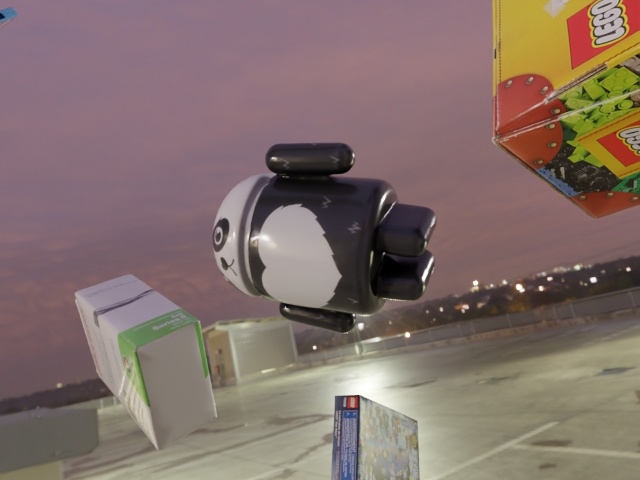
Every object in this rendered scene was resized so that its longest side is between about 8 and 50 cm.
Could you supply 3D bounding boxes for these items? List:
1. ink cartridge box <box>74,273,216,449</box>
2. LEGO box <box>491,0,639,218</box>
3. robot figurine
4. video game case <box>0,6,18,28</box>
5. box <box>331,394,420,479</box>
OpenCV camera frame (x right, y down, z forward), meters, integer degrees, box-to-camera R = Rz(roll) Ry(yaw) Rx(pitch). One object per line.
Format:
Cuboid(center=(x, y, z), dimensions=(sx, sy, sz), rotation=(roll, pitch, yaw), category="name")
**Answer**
Cuboid(center=(-0.313, 0.198, 0.856), dimensions=(0.115, 0.198, 0.273), rotation=(-22, 28, -37), category="ink cartridge box")
Cuboid(center=(0.380, -0.327, 0.478), dimensions=(0.193, 0.499, 0.373), rotation=(26, -31, -27), category="LEGO box")
Cuboid(center=(-0.001, 0.003, 0.613), dimensions=(0.278, 0.208, 0.173), rotation=(7, -13, 20), category="robot figurine")
Cuboid(center=(-0.459, -0.244, 0.609), dimensions=(0.119, 0.166, 0.015), rotation=(-31, -58, 10), category="video game case")
Cuboid(center=(0.054, 0.199, 0.435), dimensions=(0.027, 0.093, 0.137), rotation=(-12, -32, 28), category="box")
